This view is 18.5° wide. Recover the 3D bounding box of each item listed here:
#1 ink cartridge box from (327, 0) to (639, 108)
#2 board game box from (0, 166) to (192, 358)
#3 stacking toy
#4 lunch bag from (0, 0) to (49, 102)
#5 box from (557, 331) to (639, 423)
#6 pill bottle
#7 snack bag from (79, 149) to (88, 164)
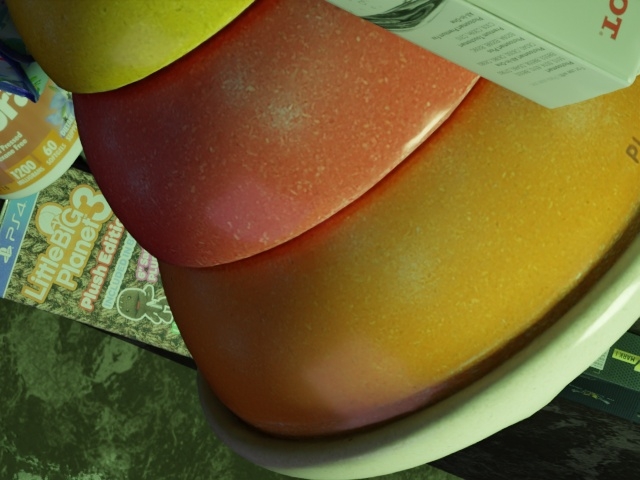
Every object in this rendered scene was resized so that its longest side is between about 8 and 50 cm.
[{"bbox_3d":[0.061,-0.167,0.873,0.203,0.148,0.086,25,166,-18],"label":"ink cartridge box"},{"bbox_3d":[-0.195,0.022,1.996,0.291,0.141,0.232,19,178,-12],"label":"board game box"},{"bbox_3d":[-0.043,-0.144,1.001,0.480,0.351,0.350,49,155,-26],"label":"stacking toy"},{"bbox_3d":[-0.207,-0.180,1.296,0.096,0.129,0.151,18,166,9],"label":"lunch bag"},{"bbox_3d":[0.347,0.152,1.998,0.232,0.059,0.183,19,169,9],"label":"box"},{"bbox_3d":[-0.294,-0.139,1.594,0.121,0.121,0.216,8,152,46],"label":"pill bottle"},{"bbox_3d":[-0.120,-0.083,1.791,0.323,0.037,0.342,18,167,15],"label":"snack bag"}]
